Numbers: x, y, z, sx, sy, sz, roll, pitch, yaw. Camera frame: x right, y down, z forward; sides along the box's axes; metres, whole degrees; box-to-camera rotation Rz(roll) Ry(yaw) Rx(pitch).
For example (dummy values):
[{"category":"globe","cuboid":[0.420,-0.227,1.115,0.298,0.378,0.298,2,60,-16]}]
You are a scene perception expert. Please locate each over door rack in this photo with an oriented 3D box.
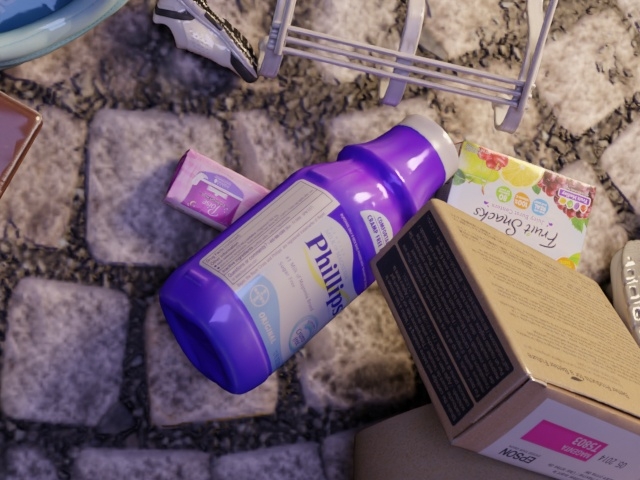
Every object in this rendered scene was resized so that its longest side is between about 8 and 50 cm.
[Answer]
[{"category":"over door rack","cuboid":[0.098,-0.264,0.944,0.239,0.108,0.324,11,119,-11]}]

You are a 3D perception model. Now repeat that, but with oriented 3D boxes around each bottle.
[{"category":"bottle","cuboid":[0.000,0.000,0.970,0.283,0.092,0.118,-40,135,-24]}]

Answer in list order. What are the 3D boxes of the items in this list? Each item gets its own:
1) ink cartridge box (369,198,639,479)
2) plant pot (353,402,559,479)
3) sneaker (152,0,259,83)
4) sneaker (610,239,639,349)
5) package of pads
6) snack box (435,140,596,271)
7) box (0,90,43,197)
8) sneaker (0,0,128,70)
[{"category":"ink cartridge box","cuboid":[0.171,0.091,0.941,0.234,0.193,0.088,25,120,-38]},{"category":"plant pot","cuboid":[0.131,0.268,0.951,0.256,0.256,0.274,-13,76,-18]},{"category":"sneaker","cuboid":[-0.096,-0.171,0.992,0.044,0.040,0.109,-41,109,17]},{"category":"sneaker","cuboid":[0.309,0.144,1.067,0.111,0.129,0.297,1,68,-22]},{"category":"package of pads","cuboid":[-0.087,-0.037,0.986,0.083,0.032,0.050,27,80,-15]},{"category":"snack box","cuboid":[0.173,-0.021,1.066,0.141,0.037,0.100,17,84,-16]},{"category":"box","cuboid":[-0.414,-0.098,0.832,0.381,0.143,0.191,31,78,-12]},{"category":"sneaker","cuboid":[-0.143,-0.247,0.881,0.366,0.150,0.135,-44,111,0]}]
